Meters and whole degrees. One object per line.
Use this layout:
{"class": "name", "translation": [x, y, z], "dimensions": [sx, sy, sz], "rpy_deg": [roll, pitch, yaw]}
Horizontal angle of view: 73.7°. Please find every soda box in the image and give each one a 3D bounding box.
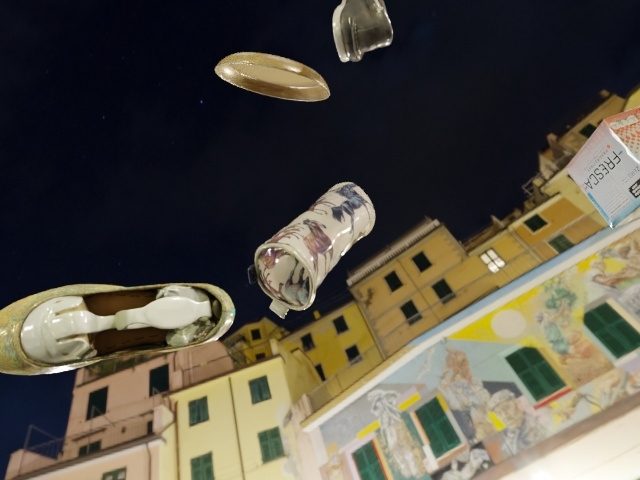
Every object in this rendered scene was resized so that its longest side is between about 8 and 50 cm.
{"class": "soda box", "translation": [0.285, -0.075, 0.310], "dimensions": [0.183, 0.063, 0.058], "rpy_deg": [-20, -26, -6]}

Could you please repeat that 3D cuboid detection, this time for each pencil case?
{"class": "pencil case", "translation": [0.000, 0.000, 1.031], "dimensions": [0.159, 0.410, 0.184], "rpy_deg": [36, -53, 7]}

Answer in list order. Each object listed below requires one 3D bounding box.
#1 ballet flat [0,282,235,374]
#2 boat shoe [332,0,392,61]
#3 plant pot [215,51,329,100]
{"class": "ballet flat", "translation": [-0.293, 0.115, 0.604], "dimensions": [0.348, 0.123, 0.123], "rpy_deg": [-4, -51, -21]}
{"class": "boat shoe", "translation": [0.090, -0.442, 0.799], "dimensions": [0.095, 0.336, 0.112], "rpy_deg": [-4, -40, 15]}
{"class": "plant pot", "translation": [-0.094, -0.334, 0.873], "dimensions": [0.236, 0.236, 0.033], "rpy_deg": [7, -85, -26]}
